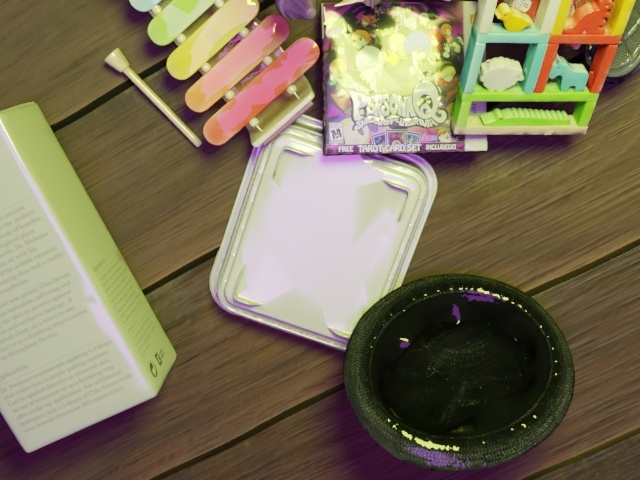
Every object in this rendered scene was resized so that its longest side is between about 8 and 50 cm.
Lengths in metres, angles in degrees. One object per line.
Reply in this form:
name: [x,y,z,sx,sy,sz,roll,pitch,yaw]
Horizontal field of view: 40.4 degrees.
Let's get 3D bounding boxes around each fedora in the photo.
fedora: [0.195,0.209,1.278,0.334,0.334,0.152,6,146,1]

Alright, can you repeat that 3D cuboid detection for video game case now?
video game case: [0.116,-0.225,1.215,0.232,0.042,0.210,-1,93,-3]

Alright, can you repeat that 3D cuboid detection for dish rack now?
dish rack: [0.000,0.000,1.296,0.285,0.072,0.333,19,104,-2]

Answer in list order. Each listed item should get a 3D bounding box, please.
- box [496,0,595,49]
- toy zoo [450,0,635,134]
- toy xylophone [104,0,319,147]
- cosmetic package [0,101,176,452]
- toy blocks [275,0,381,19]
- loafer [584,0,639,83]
box: [0.329,-0.398,1.129,0.128,0.123,0.257,22,106,-26]
toy zoo: [0.284,-0.258,1.098,0.192,0.030,0.293,-1,135,-9]
toy xylophone: [-0.163,-0.263,1.226,0.322,0.081,0.236,41,103,-8]
cosmetic package: [-0.426,0.053,1.280,0.230,0.161,0.453,-24,103,8]
toy blocks: [0.087,-0.355,1.000,0.288,0.260,0.309,-24,138,-14]
loafer: [0.467,-0.350,1.183,0.109,0.095,0.302,38,100,24]
